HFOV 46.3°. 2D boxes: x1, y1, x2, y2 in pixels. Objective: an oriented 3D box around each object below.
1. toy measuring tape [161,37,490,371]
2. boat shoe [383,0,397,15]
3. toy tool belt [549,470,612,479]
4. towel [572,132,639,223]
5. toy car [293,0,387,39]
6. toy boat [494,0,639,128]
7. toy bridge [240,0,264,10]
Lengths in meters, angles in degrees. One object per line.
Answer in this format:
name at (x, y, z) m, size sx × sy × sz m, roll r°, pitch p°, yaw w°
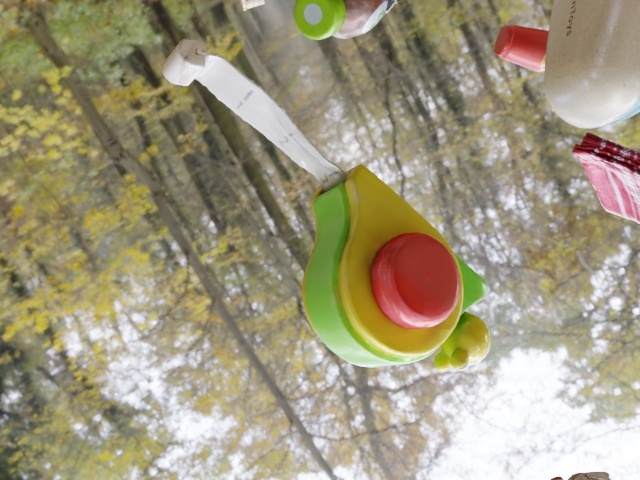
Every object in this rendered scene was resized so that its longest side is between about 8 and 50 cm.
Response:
toy measuring tape at (0.000, 0.000, 0.547) m, size 0.121 × 0.330 × 0.121 m, roll -45°, pitch -164°, yaw 17°
boat shoe at (0.092, -0.355, 1.096) m, size 0.125 × 0.038 × 0.046 m, roll -48°, pitch -131°, yaw -9°
toy tool belt at (0.329, 0.316, 0.926) m, size 0.083 × 0.052 × 0.051 m, roll 2°, pitch -137°, yaw -19°
towel at (0.451, -0.031, 0.921) m, size 0.275 × 0.199 × 0.031 m, roll 35°, pitch -92°, yaw 41°
toy car at (0.075, -0.302, 0.781) m, size 0.188 × 0.149 × 0.155 m, roll -6°, pitch -160°, yaw 29°
toy boat at (0.342, -0.258, 0.915) m, size 0.148 × 0.267 × 0.318 m, roll 12°, pitch 180°, yaw -11°
toy bridge at (-0.125, -0.413, 1.068) m, size 0.063 × 0.188 × 0.026 m, roll -19°, pitch -132°, yaw -9°
